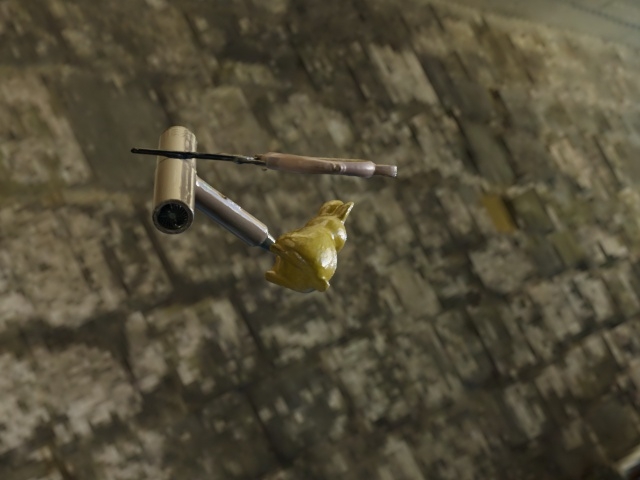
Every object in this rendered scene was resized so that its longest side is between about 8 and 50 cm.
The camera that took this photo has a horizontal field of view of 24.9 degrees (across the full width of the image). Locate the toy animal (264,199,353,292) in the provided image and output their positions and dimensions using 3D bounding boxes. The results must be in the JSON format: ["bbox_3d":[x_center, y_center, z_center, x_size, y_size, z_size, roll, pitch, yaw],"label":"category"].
[{"bbox_3d":[0.003,0.003,1.768,0.159,0.083,0.070,-50,158,-50],"label":"toy animal"}]

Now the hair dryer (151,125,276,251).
[{"bbox_3d":[-0.129,-0.024,1.864,0.054,0.220,0.195,-36,-154,18],"label":"hair dryer"}]

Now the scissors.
[{"bbox_3d":[-0.071,-0.094,1.726,0.318,0.024,0.160,3,-175,-22],"label":"scissors"}]
